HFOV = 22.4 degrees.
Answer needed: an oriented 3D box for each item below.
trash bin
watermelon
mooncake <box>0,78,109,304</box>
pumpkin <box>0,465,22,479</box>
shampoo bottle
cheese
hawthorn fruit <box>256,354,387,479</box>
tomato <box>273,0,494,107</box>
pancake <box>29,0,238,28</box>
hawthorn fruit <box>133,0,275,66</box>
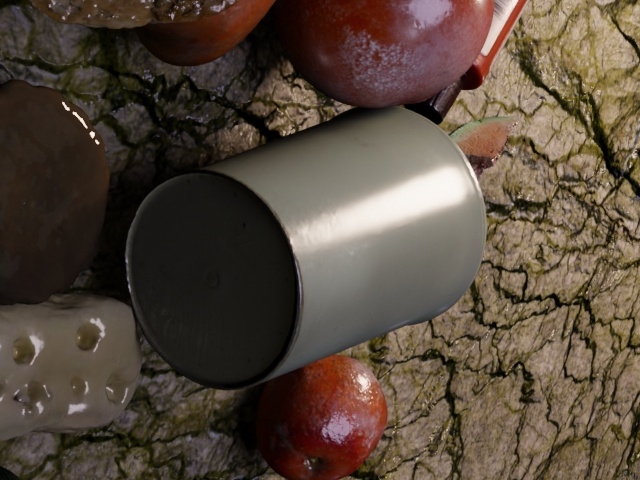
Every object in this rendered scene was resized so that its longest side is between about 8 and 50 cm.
[{"bbox_3d":[0.000,0.000,1.887,0.432,0.280,0.280,-20,116,-54],"label":"trash bin"},{"bbox_3d":[0.235,-0.126,2.337,0.155,0.080,0.101,-60,150,-43],"label":"watermelon"},{"bbox_3d":[-0.326,-0.051,1.640,0.228,0.124,0.228,-9,102,-48],"label":"mooncake"},{"bbox_3d":[-0.387,0.334,1.647,0.238,0.159,0.238,-5,98,-39],"label":"pumpkin"},{"bbox_3d":[0.201,-0.281,2.214,0.278,0.104,0.104,-60,138,-20],"label":"shampoo bottle"},{"bbox_3d":[-0.303,0.137,1.743,0.263,0.093,0.159,-1,103,-51],"label":"cheese"},{"bbox_3d":[-0.004,0.229,2.073,0.173,0.173,0.173,-18,114,-47],"label":"hawthorn fruit"},{"bbox_3d":[0.081,-0.272,1.929,0.270,0.270,0.227,-35,108,-39],"label":"tomato"},{"bbox_3d":[-0.192,-0.396,1.592,0.387,0.082,0.387,0,92,-9],"label":"pancake"},{"bbox_3d":[-0.112,-0.310,1.732,0.251,0.199,0.199,-36,132,-2],"label":"hawthorn fruit"}]
